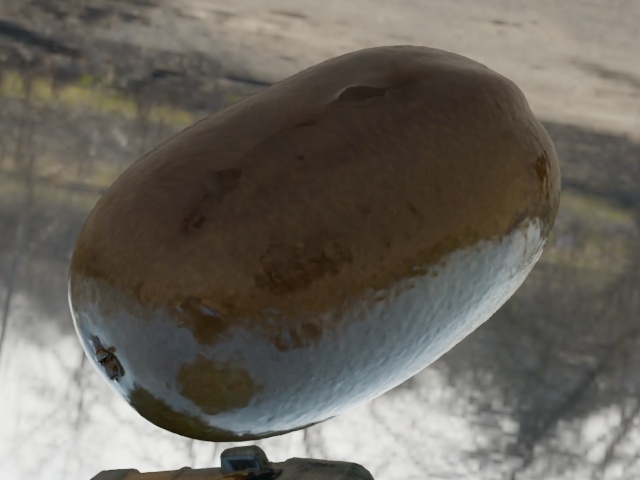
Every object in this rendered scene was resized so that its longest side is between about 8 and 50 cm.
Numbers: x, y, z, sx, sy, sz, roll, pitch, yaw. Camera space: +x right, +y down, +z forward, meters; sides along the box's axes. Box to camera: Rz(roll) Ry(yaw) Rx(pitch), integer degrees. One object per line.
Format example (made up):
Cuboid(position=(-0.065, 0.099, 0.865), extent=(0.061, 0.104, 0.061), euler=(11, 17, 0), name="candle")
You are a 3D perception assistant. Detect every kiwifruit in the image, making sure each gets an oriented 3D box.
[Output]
Cuboid(position=(0.000, 0.000, 0.357), extent=(0.124, 0.075, 0.075), euler=(-30, -160, -29), name="kiwifruit")

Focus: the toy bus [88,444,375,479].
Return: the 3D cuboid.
Cuboid(position=(-0.081, 0.184, 0.513), extent=(0.167, 0.138, 0.275), euler=(-11, -167, 33), name="toy bus")
